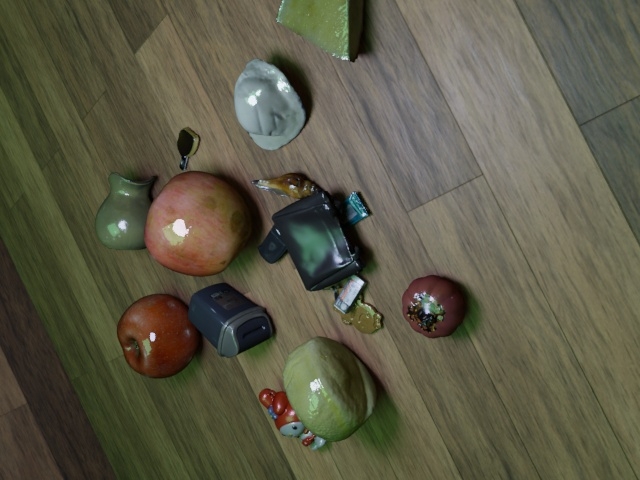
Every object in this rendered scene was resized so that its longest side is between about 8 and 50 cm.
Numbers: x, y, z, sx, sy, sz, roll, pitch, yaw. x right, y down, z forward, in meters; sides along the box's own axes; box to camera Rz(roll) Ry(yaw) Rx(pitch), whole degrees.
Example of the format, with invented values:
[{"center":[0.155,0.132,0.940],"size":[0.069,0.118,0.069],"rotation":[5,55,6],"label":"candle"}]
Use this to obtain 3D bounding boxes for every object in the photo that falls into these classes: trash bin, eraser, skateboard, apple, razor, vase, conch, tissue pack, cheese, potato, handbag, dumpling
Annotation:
[{"center":[-0.334,0.295,1.989],"size":[0.290,0.209,0.183],"rotation":[33,125,30],"label":"trash bin"},{"center":[0.094,0.168,1.706],"size":[0.052,0.029,0.122],"rotation":[37,104,27],"label":"eraser"},{"center":[0.027,0.178,1.770],"size":[0.083,0.032,0.064],"rotation":[-2,100,51],"label":"skateboard"},{"center":[-0.405,-0.049,1.831],"size":[0.363,0.363,0.364],"rotation":[13,113,33],"label":"apple"},{"center":[-0.151,0.012,1.845],"size":[0.090,0.054,0.148],"rotation":[50,129,13],"label":"razor"},{"center":[-0.789,-0.130,2.195],"size":[0.329,0.240,0.303],"rotation":[22,108,59],"label":"vase"},{"center":[-0.105,-0.180,1.727],"size":[0.232,0.086,0.080],"rotation":[15,74,35],"label":"conch"},{"center":[0.083,-0.084,1.652],"size":[0.138,0.028,0.085],"rotation":[-34,89,44],"label":"tissue pack"},{"center":[-0.496,-0.330,1.999],"size":[0.086,0.036,0.163],"rotation":[37,124,18],"label":"cheese"},{"center":[0.045,-0.645,1.438],"size":[0.269,0.112,0.255],"rotation":[36,120,18],"label":"potato"},{"center":[0.000,0.000,1.678],"size":[0.257,0.113,0.286],"rotation":[-23,93,44],"label":"handbag"},{"center":[-0.147,-0.409,1.656],"size":[0.226,0.243,0.175],"rotation":[13,74,15],"label":"dumpling"},{"center":[-0.669,0.393,2.223],"size":[0.348,0.276,0.349],"rotation":[14,114,33],"label":"apple"}]

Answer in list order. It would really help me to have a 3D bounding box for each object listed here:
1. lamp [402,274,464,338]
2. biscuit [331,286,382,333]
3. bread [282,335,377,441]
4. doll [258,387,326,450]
[{"center":[0.309,0.187,1.506],"size":[0.181,0.140,0.182],"rotation":[9,106,34],"label":"lamp"},{"center":[0.113,0.231,1.741],"size":[0.184,0.027,0.133],"rotation":[47,126,16],"label":"biscuit"},{"center":[0.017,0.477,1.723],"size":[0.320,0.320,0.237],"rotation":[47,108,15],"label":"bread"},{"center":[-0.103,0.645,1.979],"size":[0.290,0.130,0.161],"rotation":[43,134,-1],"label":"doll"}]
